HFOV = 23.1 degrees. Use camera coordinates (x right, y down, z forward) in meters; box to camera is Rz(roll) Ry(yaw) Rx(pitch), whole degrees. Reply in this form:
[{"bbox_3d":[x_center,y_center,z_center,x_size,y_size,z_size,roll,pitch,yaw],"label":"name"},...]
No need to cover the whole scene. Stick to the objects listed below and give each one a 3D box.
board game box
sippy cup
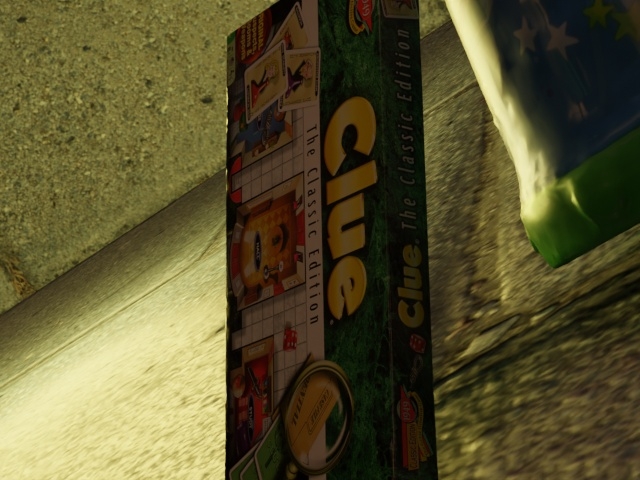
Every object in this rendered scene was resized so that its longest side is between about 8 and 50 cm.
[{"bbox_3d":[0.000,0.000,0.735,0.030,0.260,0.136,12,-23,-35],"label":"board game box"},{"bbox_3d":[0.152,-0.139,0.725,0.240,0.224,0.305,-26,-6,-43],"label":"sippy cup"}]
